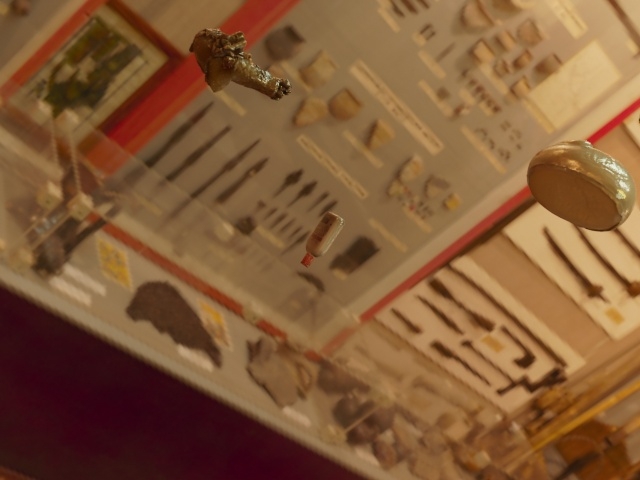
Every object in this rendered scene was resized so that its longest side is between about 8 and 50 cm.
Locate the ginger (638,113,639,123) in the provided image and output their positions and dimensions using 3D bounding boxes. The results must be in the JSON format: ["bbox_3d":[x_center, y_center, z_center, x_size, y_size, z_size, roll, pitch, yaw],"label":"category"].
[{"bbox_3d":[0.491,-0.129,1.223,0.089,0.137,0.290,18,39,-11],"label":"ginger"}]

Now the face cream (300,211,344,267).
[{"bbox_3d":[0.000,0.000,1.292,0.021,0.083,0.040,37,-5,-39],"label":"face cream"}]

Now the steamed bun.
[{"bbox_3d":[0.543,-0.122,1.910,0.228,0.131,0.177,26,-29,23],"label":"steamed bun"}]

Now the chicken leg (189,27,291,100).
[{"bbox_3d":[-0.151,-0.309,1.677,0.196,0.125,0.080,44,47,-42],"label":"chicken leg"}]
